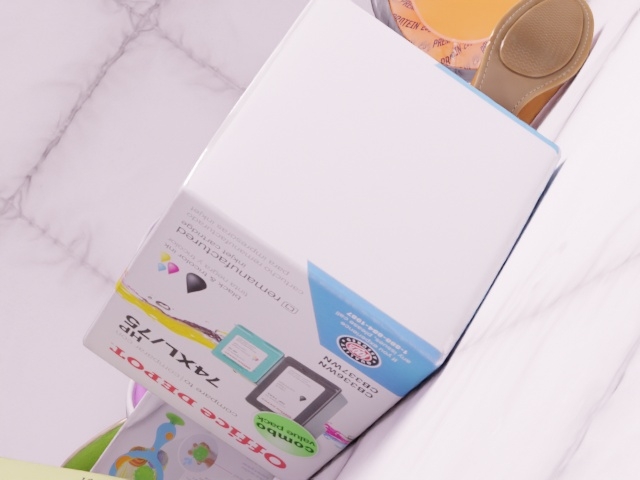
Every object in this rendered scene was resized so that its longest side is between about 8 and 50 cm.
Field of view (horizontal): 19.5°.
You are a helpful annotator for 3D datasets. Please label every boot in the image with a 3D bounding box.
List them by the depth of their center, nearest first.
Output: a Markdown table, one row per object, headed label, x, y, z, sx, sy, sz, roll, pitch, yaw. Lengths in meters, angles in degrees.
| label | x | y | z | sx | sy | sz | roll | pitch | yaw |
| --- | --- | --- | --- | --- | --- | --- | --- | --- | --- |
| boot | 0.137 | -0.106 | 1.497 | 0.197 | 0.073 | 0.152 | -53 | -1 | -21 |

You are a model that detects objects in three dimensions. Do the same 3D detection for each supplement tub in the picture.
| label | x | y | z | sx | sy | sz | roll | pitch | yaw |
| --- | --- | --- | --- | --- | --- | --- | --- | --- | --- |
| supplement tub | 0.145 | -0.257 | 1.806 | 0.193 | 0.193 | 0.316 | -54 | 4 | 12 |

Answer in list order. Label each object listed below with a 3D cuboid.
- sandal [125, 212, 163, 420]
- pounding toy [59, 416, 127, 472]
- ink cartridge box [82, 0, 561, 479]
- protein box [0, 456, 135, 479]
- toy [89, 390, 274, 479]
| label | x | y | z | sx | sy | sz | roll | pitch | yaw |
| --- | --- | --- | --- | --- | --- | --- | --- | --- | --- |
| sandal | -0.112 | 0.052 | 1.832 | 0.416 | 0.169 | 0.102 | -97 | -1 | -58 |
| pounding toy | -0.154 | 0.246 | 1.992 | 0.237 | 0.110 | 0.183 | -25 | -17 | -16 |
| ink cartridge box | -0.007 | 0.007 | 1.285 | 0.197 | 0.198 | 0.270 | -58 | 4 | -31 |
| protein box | -0.226 | 0.276 | 1.349 | 0.201 | 0.200 | 0.136 | -59 | -29 | -53 |
| toy | -0.121 | 0.190 | 1.508 | 0.237 | 0.137 | 0.056 | -53 | 23 | 5 |
